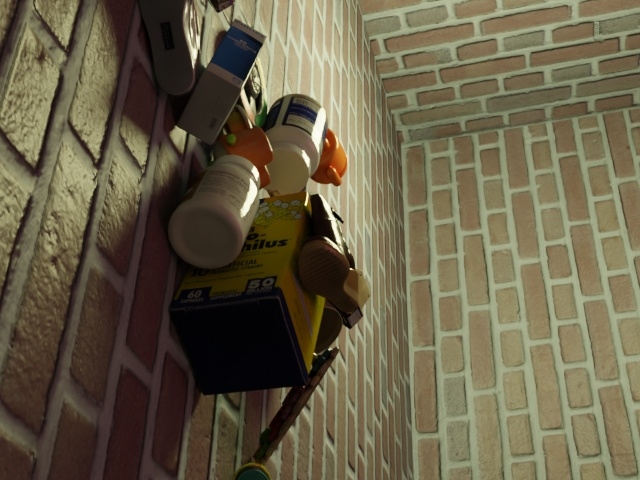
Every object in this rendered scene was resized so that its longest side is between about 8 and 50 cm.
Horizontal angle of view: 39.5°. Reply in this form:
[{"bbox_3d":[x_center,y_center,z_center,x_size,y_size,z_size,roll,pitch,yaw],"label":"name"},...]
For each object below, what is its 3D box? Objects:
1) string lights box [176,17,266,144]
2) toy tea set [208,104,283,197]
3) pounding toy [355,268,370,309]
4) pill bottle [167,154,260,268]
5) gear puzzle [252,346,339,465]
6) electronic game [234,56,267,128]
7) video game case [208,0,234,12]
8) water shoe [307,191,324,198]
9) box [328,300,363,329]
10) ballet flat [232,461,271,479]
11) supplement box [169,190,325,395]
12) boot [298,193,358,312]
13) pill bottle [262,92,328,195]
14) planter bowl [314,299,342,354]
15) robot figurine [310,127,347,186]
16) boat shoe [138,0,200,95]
[{"bbox_3d":[-0.182,-0.304,1.683,0.133,0.076,0.260,-55,-167,32],"label":"string lights box"},{"bbox_3d":[-0.154,-0.105,1.835,0.200,0.124,0.336,44,-25,61],"label":"toy tea set"},{"bbox_3d":[0.059,0.112,2.515,0.100,0.141,0.130,-55,144,-29],"label":"pounding toy"},{"bbox_3d":[-0.178,-0.060,1.578,0.229,0.131,0.131,-74,153,-59],"label":"pill bottle"},{"bbox_3d":[-0.067,0.324,1.671,0.175,0.044,0.339,-51,172,-44],"label":"gear puzzle"},{"bbox_3d":[-0.162,-0.359,2.002,0.229,0.048,0.229,-8,90,-77],"label":"electronic game"},{"bbox_3d":[-0.243,-0.539,1.556,0.232,0.041,0.210,57,-5,39],"label":"video game case"},{"bbox_3d":[-0.015,-0.064,2.400,0.203,0.072,0.080,52,35,-64],"label":"water shoe"},{"bbox_3d":[-0.011,0.095,2.073,0.051,0.220,0.175,-45,144,-14],"label":"box"},{"bbox_3d":[-0.122,0.474,1.671,0.077,0.077,0.231,-115,-172,-51],"label":"ballet flat"},{"bbox_3d":[-0.114,0.087,1.629,0.356,0.194,0.195,-77,155,-58],"label":"supplement box"},{"bbox_3d":[0.000,0.000,1.617,0.248,0.090,0.207,58,14,-57],"label":"boot"},{"bbox_3d":[-0.070,-0.223,2.083,0.265,0.153,0.153,-77,155,-55],"label":"pill bottle"},{"bbox_3d":[-0.045,0.174,2.004,0.109,0.162,0.162,57,-8,44],"label":"planter bowl"},{"bbox_3d":[0.003,-0.235,2.457,0.128,0.158,0.219,-64,157,-12],"label":"robot figurine"},{"bbox_3d":[-0.259,-0.381,1.547,0.084,0.095,0.258,-62,152,-79],"label":"boat shoe"}]
